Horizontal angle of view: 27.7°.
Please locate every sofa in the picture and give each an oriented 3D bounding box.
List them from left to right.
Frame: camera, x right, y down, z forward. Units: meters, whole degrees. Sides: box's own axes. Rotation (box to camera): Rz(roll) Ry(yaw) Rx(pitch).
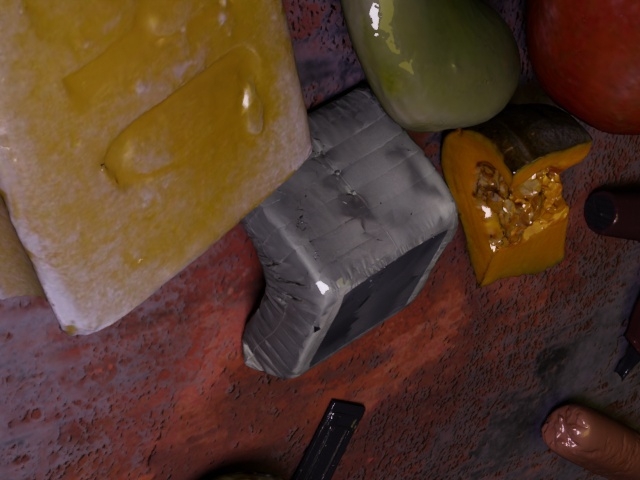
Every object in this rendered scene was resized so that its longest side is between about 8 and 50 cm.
[{"bbox_3d":[0.000,0.000,1.303,0.210,0.176,0.225,-32,162,-27],"label":"sofa"}]

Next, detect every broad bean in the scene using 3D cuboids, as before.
[{"bbox_3d":[0.087,-0.200,1.223,0.263,0.121,0.189,43,49,-40],"label":"broad bean"}]

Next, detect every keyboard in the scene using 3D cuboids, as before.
[{"bbox_3d":[-0.011,0.278,1.512,0.061,0.013,0.204,18,101,-48],"label":"keyboard"}]

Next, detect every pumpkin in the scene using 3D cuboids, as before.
[{"bbox_3d":[0.210,-0.063,1.448,0.131,0.126,0.248,-27,148,-23],"label":"pumpkin"}]

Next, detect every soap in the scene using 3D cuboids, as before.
[{"bbox_3d":[-0.167,-0.137,0.992,0.293,0.156,0.335,-43,140,-30],"label":"soap"}]

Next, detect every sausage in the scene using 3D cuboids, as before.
[{"bbox_3d":[0.411,0.298,1.884,0.289,0.086,0.086,27,94,-50],"label":"sausage"}]

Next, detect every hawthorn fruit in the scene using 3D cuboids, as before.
[{"bbox_3d":[0.344,-0.252,1.348,0.295,0.295,0.311,6,128,-46],"label":"hawthorn fruit"}]

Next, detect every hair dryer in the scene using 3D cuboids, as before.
[{"bbox_3d":[0.446,0.063,1.787,0.313,0.123,0.340,-2,126,-32],"label":"hair dryer"}]

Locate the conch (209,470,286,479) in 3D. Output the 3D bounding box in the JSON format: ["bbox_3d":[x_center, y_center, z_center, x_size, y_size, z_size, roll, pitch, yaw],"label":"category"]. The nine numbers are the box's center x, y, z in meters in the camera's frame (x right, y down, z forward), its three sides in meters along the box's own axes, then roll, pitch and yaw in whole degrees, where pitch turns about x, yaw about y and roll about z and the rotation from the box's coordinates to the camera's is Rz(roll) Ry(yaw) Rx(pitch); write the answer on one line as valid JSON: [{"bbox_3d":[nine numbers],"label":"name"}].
[{"bbox_3d":[-0.092,0.323,1.385,0.187,0.124,0.181,-30,147,4],"label":"conch"}]
